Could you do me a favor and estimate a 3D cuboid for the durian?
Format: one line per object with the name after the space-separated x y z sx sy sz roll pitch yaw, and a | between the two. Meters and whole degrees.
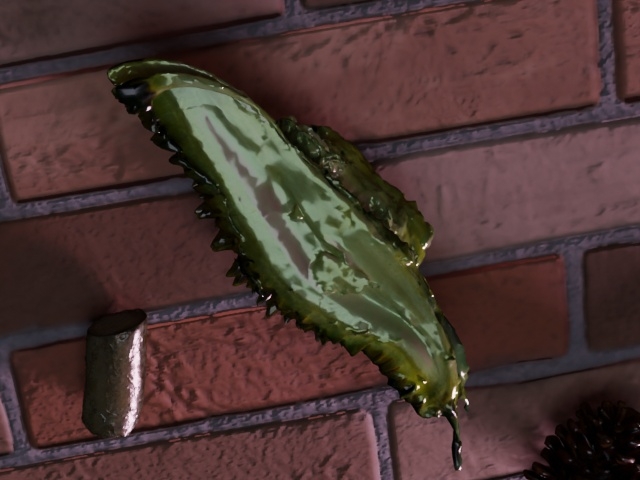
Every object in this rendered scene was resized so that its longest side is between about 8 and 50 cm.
-0.002 0.005 1.183 0.132 0.106 0.375 -38 118 12 | durian

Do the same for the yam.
-0.140 0.088 1.253 0.043 0.043 0.094 0 121 -8 | yam

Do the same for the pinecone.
0.201 0.171 1.328 0.102 0.102 0.109 29 103 -23 | pinecone
